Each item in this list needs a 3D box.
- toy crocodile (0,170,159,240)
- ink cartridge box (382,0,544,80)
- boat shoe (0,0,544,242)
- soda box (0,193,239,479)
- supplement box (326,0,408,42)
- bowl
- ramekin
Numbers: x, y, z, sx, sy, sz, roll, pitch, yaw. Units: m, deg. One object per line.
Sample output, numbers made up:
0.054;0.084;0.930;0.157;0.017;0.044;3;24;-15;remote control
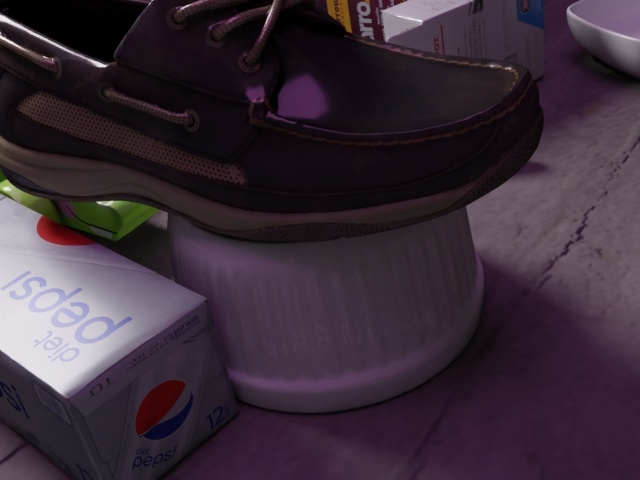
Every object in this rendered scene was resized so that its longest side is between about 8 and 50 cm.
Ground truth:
-0.263;-0.075;0.733;0.341;0.105;0.115;20;44;37;toy crocodile
0.120;-0.175;0.772;0.180;0.104;0.060;-26;37;-23;ink cartridge box
-0.059;-0.089;0.473;0.356;0.130;0.132;4;36;22;boat shoe
-0.187;0.049;0.538;0.286;0.091;0.098;21;45;39;soda box
0.105;-0.254;0.895;0.188;0.104;0.081;11;39;30;supplement box
0.322;-0.200;0.799;0.142;0.053;0.142;-19;35;-12;bowl
0.000;0.000;0.543;0.207;0.109;0.207;-7;34;5;ramekin
